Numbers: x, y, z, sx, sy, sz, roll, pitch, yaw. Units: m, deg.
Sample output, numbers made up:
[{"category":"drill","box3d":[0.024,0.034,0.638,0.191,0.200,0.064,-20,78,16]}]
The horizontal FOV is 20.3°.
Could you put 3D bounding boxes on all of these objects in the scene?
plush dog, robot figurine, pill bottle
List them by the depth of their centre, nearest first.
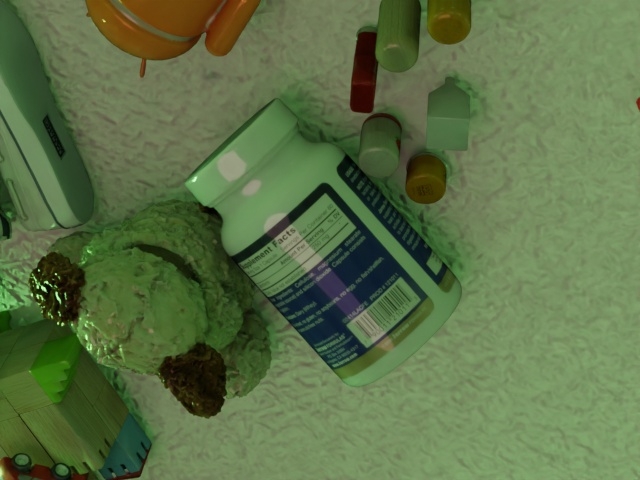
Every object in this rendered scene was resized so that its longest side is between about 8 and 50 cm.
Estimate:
[{"category":"robot figurine","box3d":[-0.139,-0.260,1.677,0.158,0.128,0.219,25,124,-25]},{"category":"pill bottle","box3d":[0.000,0.000,1.737,0.153,0.153,0.264,-37,98,30]},{"category":"plush dog","box3d":[-0.159,0.054,1.771,0.262,0.225,0.210,30,120,1]}]

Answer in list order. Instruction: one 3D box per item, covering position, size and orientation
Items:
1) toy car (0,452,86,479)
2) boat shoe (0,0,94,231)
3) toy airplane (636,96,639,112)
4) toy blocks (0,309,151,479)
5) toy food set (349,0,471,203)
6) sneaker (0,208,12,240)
[{"category":"toy car","box3d":[-0.394,0.257,1.863,0.225,0.053,0.239,-31,123,21]},{"category":"boat shoe","box3d":[-0.318,-0.122,1.825,0.084,0.095,0.258,-13,109,20]},{"category":"toy airplane","box3d":[0.350,-0.101,1.636,0.151,0.028,0.151,9,118,17]},{"category":"toy blocks","box3d":[-0.347,0.243,1.985,0.381,0.190,0.261,-19,119,26]},{"category":"toy food set","box3d":[0.086,-0.153,1.685,0.111,0.104,0.232,3,134,4]},{"category":"sneaker","box3d":[-0.379,-0.068,1.822,0.094,0.235,0.153,-7,93,9]}]
